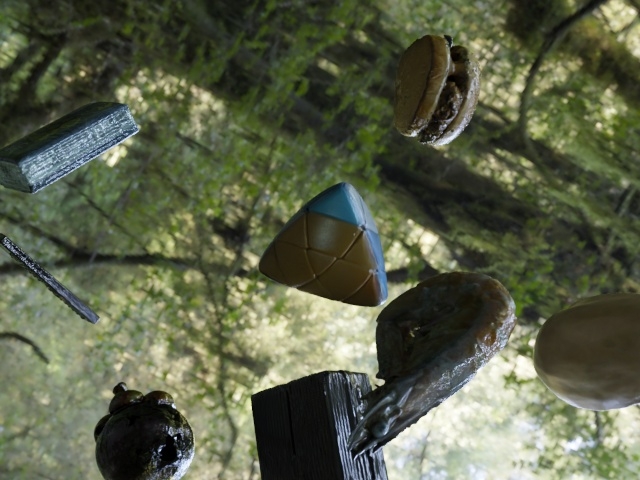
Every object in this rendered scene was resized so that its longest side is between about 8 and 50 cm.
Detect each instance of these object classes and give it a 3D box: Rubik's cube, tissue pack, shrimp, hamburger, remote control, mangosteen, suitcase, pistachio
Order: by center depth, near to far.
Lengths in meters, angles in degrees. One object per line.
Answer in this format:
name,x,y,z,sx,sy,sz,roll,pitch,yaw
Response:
shrimp,0.120,0.143,1.146,0.164,0.062,0.317,25,-124,39
pistachio,0.476,0.177,1.432,0.299,0.187,0.187,-14,-135,47
hamburger,0.199,-0.249,1.514,0.191,0.118,0.181,-108,-151,-69
Rubik's cube,0.000,0.000,1.667,0.254,0.255,0.254,-57,-168,19
remote control,-0.508,0.073,1.675,0.025,0.245,0.063,-50,-151,-14
suitcase,0.000,0.424,1.687,0.230,0.152,0.334,-24,-112,38
tissue pack,-0.520,-0.195,1.813,0.257,0.081,0.185,-36,-154,-28
mangosteen,-0.373,0.400,1.867,0.211,0.211,0.249,-52,-126,38
